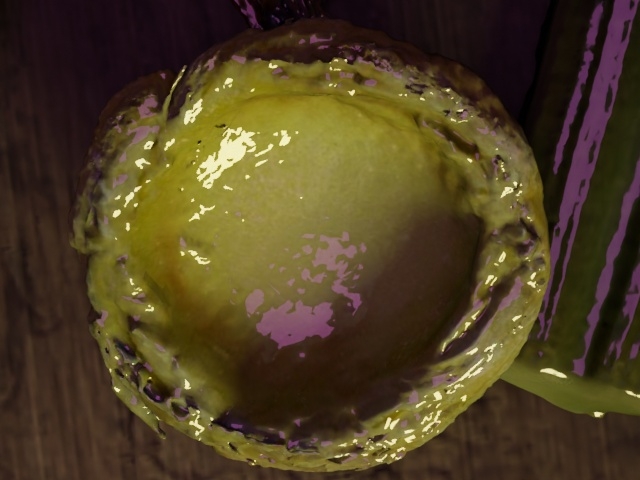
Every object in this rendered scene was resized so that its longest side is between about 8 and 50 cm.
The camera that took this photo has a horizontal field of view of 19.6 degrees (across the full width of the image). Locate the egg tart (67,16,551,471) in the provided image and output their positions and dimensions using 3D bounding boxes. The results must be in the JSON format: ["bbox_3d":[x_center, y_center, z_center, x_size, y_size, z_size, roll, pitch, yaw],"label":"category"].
[{"bbox_3d":[0.000,0.000,0.746,0.197,0.078,0.197,3,107,10],"label":"egg tart"}]

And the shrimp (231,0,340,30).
[{"bbox_3d":[-0.011,-0.158,0.773,0.101,0.042,0.190,-5,90,2],"label":"shrimp"}]

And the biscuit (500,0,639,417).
[{"bbox_3d":[0.138,-0.085,0.753,0.099,0.038,0.322,16,95,5],"label":"biscuit"}]
